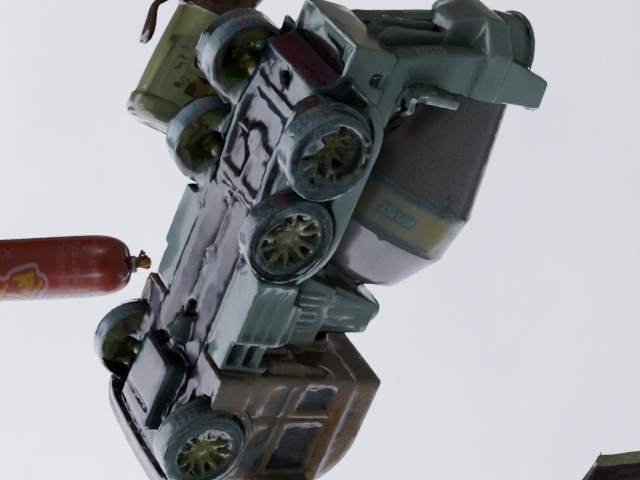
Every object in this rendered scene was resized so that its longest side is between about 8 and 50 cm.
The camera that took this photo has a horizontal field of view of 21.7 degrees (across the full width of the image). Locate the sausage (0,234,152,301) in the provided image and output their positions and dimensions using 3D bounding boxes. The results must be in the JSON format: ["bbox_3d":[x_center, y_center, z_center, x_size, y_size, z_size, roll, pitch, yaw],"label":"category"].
[{"bbox_3d":[-0.181,0.020,1.068,0.145,0.048,0.050,-3,-78,-2],"label":"sausage"}]

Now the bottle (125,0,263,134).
[{"bbox_3d":[-0.061,-0.102,0.851,0.063,0.047,0.101,28,-95,-54],"label":"bottle"}]

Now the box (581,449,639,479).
[{"bbox_3d":[0.075,0.081,0.365,0.035,0.079,0.083,53,-126,-11],"label":"box"}]

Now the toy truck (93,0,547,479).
[{"bbox_3d":[0.000,0.000,0.782,0.140,0.256,0.108,6,-152,-33],"label":"toy truck"}]
